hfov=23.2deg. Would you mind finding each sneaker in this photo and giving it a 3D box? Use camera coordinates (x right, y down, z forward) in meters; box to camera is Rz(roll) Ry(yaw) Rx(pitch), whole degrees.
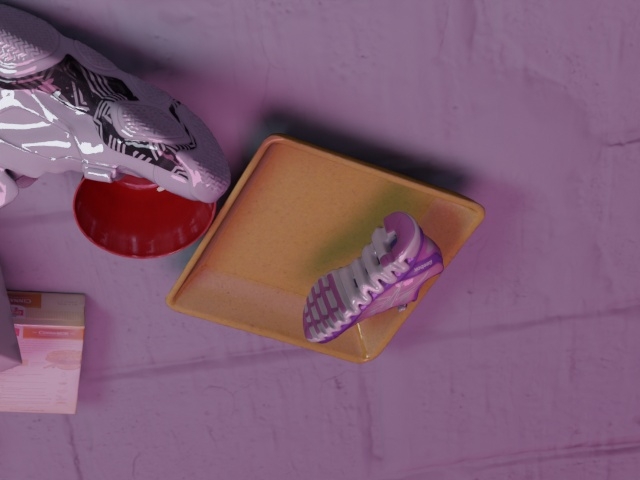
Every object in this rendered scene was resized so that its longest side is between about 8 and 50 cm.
[{"bbox_3d":[0.075,0.066,2.085,0.104,0.095,0.236,25,124,-37],"label":"sneaker"},{"bbox_3d":[-0.295,-0.108,1.860,0.366,0.137,0.210,33,113,0],"label":"sneaker"}]

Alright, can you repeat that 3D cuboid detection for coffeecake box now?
[{"bbox_3d":[-0.412,0.161,2.221,0.142,0.068,0.185,3,132,-11],"label":"coffeecake box"}]

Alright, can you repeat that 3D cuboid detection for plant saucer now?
[{"bbox_3d":[0.000,0.000,2.125,0.332,0.081,0.333,18,127,-23],"label":"plant saucer"}]

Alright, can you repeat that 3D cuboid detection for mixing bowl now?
[{"bbox_3d":[-0.228,-0.075,2.007,0.181,0.098,0.181,-5,134,-5],"label":"mixing bowl"}]

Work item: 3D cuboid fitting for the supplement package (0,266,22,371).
[{"bbox_3d":[-0.534,0.083,1.978,0.175,0.178,0.293,-21,161,11],"label":"supplement package"}]
